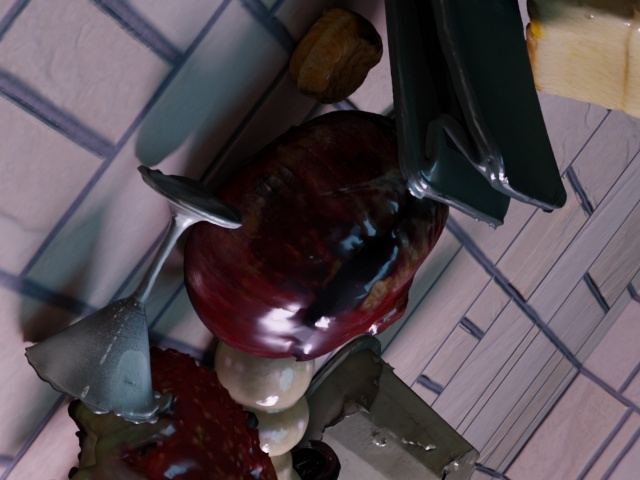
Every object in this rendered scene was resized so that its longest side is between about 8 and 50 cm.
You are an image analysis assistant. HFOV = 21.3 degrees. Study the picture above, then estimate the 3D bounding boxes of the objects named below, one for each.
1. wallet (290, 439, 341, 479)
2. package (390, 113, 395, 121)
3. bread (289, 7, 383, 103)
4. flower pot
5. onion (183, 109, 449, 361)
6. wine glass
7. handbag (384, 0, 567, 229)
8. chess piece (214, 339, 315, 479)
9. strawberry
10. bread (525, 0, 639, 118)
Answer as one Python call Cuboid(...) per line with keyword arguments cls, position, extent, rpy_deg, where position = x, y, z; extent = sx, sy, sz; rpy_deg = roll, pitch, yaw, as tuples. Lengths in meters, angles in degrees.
Cuboid(cls="wallet", position=(-0.108, 0.349, 1.958), extent=(0.262, 0.071, 0.221), rpy_deg=(-25, 156, -50))
Cuboid(cls="package", position=(0.070, -0.072, 1.758), extent=(0.173, 0.027, 0.171), rpy_deg=(-42, 155, -32))
Cuboid(cls="bread", position=(0.014, -0.155, 1.447), extent=(0.083, 0.044, 0.110), rpy_deg=(-55, 164, 9))
Cuboid(cls="flower pot", position=(0.075, 0.254, 2.086), extent=(0.212, 0.202, 0.212), rpy_deg=(-43, 155, -26))
Cuboid(cls="onion", position=(0.000, 0.000, 1.458), extent=(0.246, 0.190, 0.246), rpy_deg=(-40, 175, -4))
Cuboid(cls="wine glass", position=(-0.142, 0.038, 1.333), extent=(0.183, 0.122, 0.122), rpy_deg=(-63, 160, 8))
Cuboid(cls="handbag", position=(0.120, -0.149, 1.430), extent=(0.079, 0.260, 0.247), rpy_deg=(-16, 168, 19))
Cuboid(cls="chess piece", position=(-0.070, 0.192, 1.717), extent=(0.143, 0.142, 0.261), rpy_deg=(-26, 131, -54))
Cuboid(cls="strawberry", position=(-0.096, 0.236, 1.535), extent=(0.306, 0.137, 0.233), rpy_deg=(33, 65, -39))
Cuboid(cls="bread", position=(0.321, -0.280, 1.597), extent=(0.279, 0.207, 0.279), rpy_deg=(67, 43, -72))
